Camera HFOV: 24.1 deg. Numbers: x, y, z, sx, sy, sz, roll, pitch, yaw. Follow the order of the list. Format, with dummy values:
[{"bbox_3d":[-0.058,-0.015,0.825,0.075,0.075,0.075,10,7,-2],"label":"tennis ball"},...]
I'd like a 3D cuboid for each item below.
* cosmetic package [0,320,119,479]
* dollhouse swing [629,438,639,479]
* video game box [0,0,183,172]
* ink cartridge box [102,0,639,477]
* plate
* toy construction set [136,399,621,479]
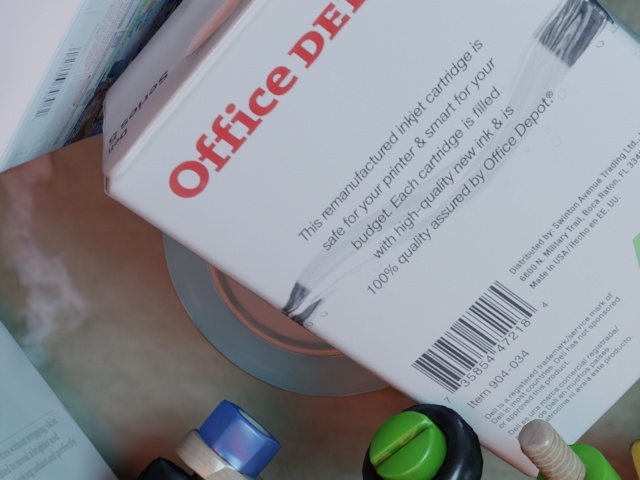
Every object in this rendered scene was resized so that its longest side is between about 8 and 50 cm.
[{"bbox_3d":[-0.291,0.069,0.793,0.156,0.217,0.385,-39,86,17],"label":"cosmetic package"},{"bbox_3d":[0.391,0.229,0.783,0.346,0.305,0.315,-20,58,11],"label":"dollhouse swing"},{"bbox_3d":[-0.095,-0.141,0.737,0.048,0.187,0.205,32,106,6],"label":"video game box"},{"bbox_3d":[0.060,-0.043,0.715,0.273,0.115,0.198,36,107,-24],"label":"ink cartridge box"},{"bbox_3d":[0.000,0.000,0.834,0.188,0.024,0.188,2,102,11],"label":"plate"},{"bbox_3d":[0.014,0.256,0.746,0.257,0.309,0.237,6,150,42],"label":"toy construction set"}]
